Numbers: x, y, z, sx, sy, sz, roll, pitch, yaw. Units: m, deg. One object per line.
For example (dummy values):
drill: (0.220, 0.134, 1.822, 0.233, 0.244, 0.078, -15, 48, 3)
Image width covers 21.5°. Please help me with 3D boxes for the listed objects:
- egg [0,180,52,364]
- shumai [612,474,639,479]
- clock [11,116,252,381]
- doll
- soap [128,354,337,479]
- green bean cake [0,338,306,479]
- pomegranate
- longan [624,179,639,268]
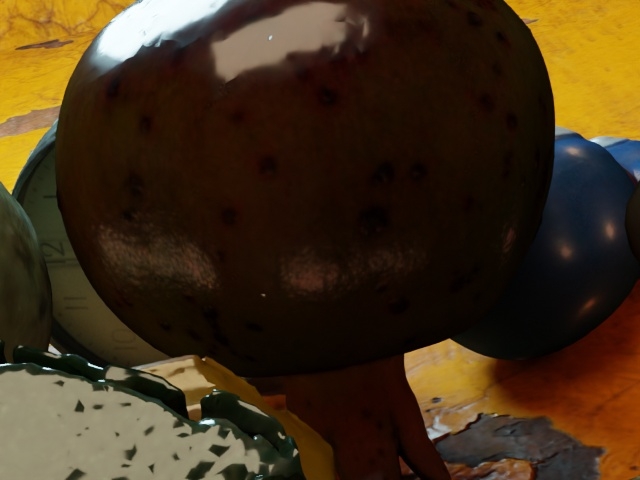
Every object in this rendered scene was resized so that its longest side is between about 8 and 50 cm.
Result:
egg: (-0.370, 0.054, 1.013, 0.428, 0.345, 0.345, 2, 12, -26)
shumai: (0.058, 0.165, 0.611, 0.346, 0.217, 0.283, -20, 21, -10)
clock: (-0.109, 0.005, 1.162, 0.226, 0.226, 0.049, -7, 23, 14)
doll: (0.171, -0.018, 1.154, 0.215, 0.161, 0.257, -33, -10, 40)
soap: (-0.115, 0.153, 0.841, 0.257, 0.160, 0.080, -13, 21, 1)
green bean cake: (-0.120, 0.135, 0.528, 0.193, 0.107, 0.208, 16, 49, 17)
pomegranate: (0.011, -0.017, 0.982, 0.291, 0.323, 0.291, -24, 22, 10)
longan: (0.307, 0.002, 0.784, 0.361, 0.361, 0.361, -11, 19, 4)
